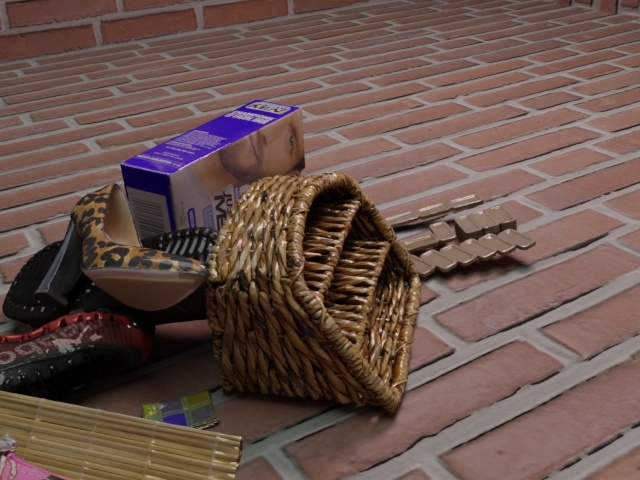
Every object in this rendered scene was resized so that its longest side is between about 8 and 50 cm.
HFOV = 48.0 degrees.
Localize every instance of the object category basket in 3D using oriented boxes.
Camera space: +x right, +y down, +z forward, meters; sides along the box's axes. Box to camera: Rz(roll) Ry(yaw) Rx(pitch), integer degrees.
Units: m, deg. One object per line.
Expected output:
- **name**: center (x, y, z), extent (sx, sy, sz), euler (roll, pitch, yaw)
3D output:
- **basket**: center (0.010, 0.036, 0.904), extent (0.223, 0.213, 0.299), euler (4, 29, 14)

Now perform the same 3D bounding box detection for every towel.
- **towel**: center (-0.162, 0.200, 0.829), extent (0.083, 0.009, 0.060), euler (-10, 30, -13)

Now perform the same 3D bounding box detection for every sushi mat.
- **sushi mat**: center (-0.231, 0.235, 0.682), extent (0.317, 0.019, 0.151), euler (6, 64, 17)

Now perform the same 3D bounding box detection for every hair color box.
- **hair color box**: center (-0.159, -0.095, 1.193), extent (0.110, 0.185, 0.339), euler (14, 33, 28)

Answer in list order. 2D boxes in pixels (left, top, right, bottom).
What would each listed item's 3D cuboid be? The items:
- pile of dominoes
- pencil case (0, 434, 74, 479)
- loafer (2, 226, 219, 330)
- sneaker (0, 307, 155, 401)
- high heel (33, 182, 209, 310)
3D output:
- **pile of dominoes**: center (0.193, 0.006, 1.155), extent (0.251, 0.040, 0.196), euler (-15, 30, -6)
- **pencil case**: center (-0.173, 0.271, 0.542), extent (0.386, 0.167, 0.160), euler (11, 15, 22)
- **loafer**: center (-0.267, 0.079, 0.968), extent (0.366, 0.130, 0.133), euler (-4, 49, 24)
- **sneaker**: center (-0.328, 0.157, 0.837), extent (0.276, 0.097, 0.135), euler (-7, 35, -16)
- **high heel**: center (-0.217, -0.011, 0.862), extent (0.261, 0.093, 0.186), euler (-5, 51, 31)
